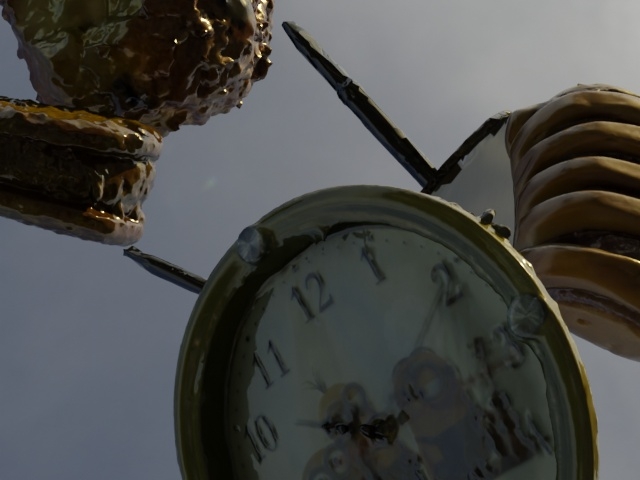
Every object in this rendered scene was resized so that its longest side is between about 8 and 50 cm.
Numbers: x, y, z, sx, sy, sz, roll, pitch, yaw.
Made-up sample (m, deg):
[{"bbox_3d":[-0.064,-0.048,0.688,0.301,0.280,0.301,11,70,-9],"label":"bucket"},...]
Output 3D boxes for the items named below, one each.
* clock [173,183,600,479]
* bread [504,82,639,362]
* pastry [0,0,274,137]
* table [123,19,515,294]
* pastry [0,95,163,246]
[{"bbox_3d":[0.031,0.089,0.644,0.057,0.237,0.237,-5,-102,-53],"label":"clock"},{"bbox_3d":[0.183,-0.022,0.843,0.134,0.081,0.225,16,-139,-7],"label":"bread"},{"bbox_3d":[-0.206,-0.301,1.618,0.337,0.292,0.405,16,-128,-64],"label":"pastry"},{"bbox_3d":[0.000,0.000,1.197,0.249,0.317,0.317,34,-124,30],"label":"table"},{"bbox_3d":[-0.277,-0.083,1.368,0.235,0.240,0.132,17,-90,-4],"label":"pastry"}]
